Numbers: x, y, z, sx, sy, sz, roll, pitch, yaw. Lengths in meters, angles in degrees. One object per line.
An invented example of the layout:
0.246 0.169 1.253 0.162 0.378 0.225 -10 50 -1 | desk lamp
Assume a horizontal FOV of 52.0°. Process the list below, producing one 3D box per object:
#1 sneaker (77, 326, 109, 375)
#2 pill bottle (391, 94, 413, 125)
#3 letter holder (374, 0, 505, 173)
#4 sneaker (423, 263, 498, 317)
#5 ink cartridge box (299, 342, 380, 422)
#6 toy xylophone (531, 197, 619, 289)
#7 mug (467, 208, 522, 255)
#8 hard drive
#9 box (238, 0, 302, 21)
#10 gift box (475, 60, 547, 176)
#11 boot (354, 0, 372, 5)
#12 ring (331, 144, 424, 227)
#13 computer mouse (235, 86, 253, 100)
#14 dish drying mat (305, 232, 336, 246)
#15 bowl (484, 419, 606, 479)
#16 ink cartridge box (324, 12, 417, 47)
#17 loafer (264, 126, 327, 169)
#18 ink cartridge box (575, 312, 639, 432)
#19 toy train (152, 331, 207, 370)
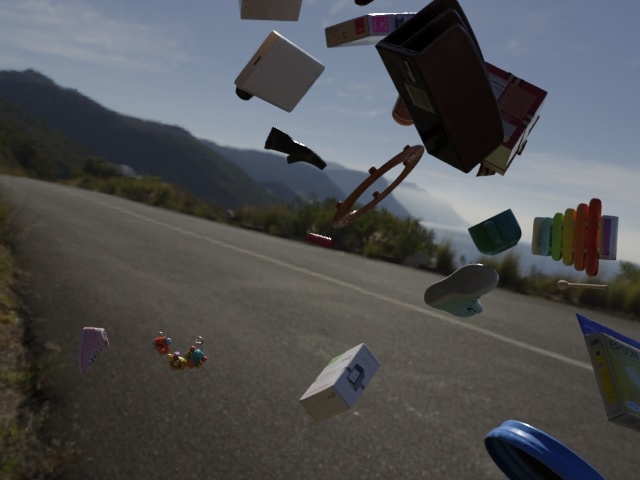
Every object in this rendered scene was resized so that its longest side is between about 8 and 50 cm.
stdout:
-0.616 0.298 1.782 0.070 0.134 0.051 -2 -28 0 | sneaker
0.278 -0.430 2.017 0.086 0.086 0.152 10 -31 -6 | pill bottle
0.293 -0.336 1.382 0.302 0.214 0.152 56 -7 -35 | letter holder
0.433 0.147 1.853 0.151 0.094 0.256 24 -31 -28 | sneaker
0.075 0.533 2.459 0.198 0.115 0.273 -35 6 40 | ink cartridge box
0.706 0.020 1.806 0.081 0.236 0.322 3 -8 -16 | toy xylophone
0.470 -0.013 1.778 0.157 0.097 0.129 -21 -7 -39 | mug
-0.126 -0.540 2.135 0.040 0.203 0.307 48 17 23 | hard drive
-0.147 -0.704 1.867 0.170 0.130 0.091 -2 -30 -14 | box
0.529 -0.365 2.076 0.255 0.276 0.258 36 -5 16 | gift box
0.108 -0.655 1.389 0.109 0.220 0.283 0 -10 -16 | boot
0.156 -0.156 1.840 0.032 0.336 0.336 49 12 11 | ring
-0.222 -0.547 2.226 0.071 0.242 0.041 32 -40 -2 | computer mouse
0.000 0.000 1.809 0.083 0.008 0.032 16 40 24 | dish drying mat
0.600 0.613 1.677 0.391 0.077 0.391 40 -17 15 | bowl
0.189 -0.567 1.765 0.311 0.065 0.186 -12 11 -34 | ink cartridge box
-0.062 -0.215 1.627 0.170 0.061 0.062 33 5 15 | loafer
0.817 0.350 1.700 0.303 0.307 0.072 23 -42 -27 | ink cartridge box
-0.417 0.331 1.925 0.166 0.125 0.046 -4 21 19 | toy train
